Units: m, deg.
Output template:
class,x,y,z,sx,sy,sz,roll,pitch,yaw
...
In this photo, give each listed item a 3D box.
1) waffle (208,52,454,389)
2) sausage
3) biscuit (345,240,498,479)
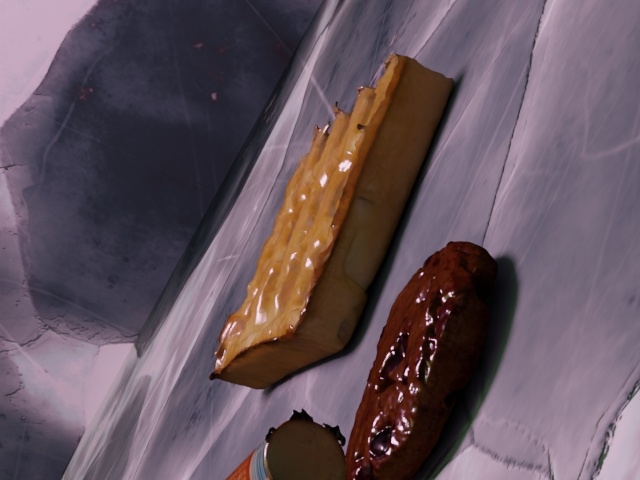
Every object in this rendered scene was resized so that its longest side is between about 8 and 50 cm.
class,x,y,z,sx,sy,sz,roll,pitch,yaw
waffle,0.000,0.000,1.535,0.304,0.077,0.348,-69,11,-19
sausage,-0.053,0.220,1.261,0.264,0.083,0.083,-51,16,58
biscuit,0.066,0.088,1.059,0.192,0.049,0.192,-61,7,12
